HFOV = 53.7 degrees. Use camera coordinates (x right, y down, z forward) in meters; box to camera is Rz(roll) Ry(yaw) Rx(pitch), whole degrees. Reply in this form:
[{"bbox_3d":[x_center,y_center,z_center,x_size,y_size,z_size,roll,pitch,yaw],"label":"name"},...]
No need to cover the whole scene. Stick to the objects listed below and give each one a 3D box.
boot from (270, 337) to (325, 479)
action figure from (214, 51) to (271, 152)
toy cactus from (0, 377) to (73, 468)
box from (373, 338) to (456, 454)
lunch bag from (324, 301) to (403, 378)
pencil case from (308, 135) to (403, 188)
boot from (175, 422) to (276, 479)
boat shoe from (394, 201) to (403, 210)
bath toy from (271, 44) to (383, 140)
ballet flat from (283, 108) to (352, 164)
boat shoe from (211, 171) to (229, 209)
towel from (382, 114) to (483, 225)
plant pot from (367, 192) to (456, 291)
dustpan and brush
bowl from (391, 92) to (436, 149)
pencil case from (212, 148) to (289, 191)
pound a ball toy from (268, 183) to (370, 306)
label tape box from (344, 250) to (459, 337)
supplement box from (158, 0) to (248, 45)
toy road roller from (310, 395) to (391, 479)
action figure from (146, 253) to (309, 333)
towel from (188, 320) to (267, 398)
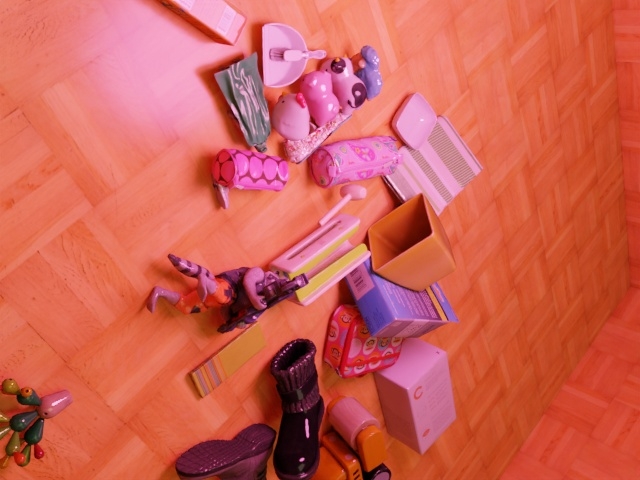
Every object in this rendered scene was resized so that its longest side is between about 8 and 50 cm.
[{"bbox_3d":[-0.072,0.471,1.779,0.348,0.131,0.260,-81,166,-58],"label":"boot"},{"bbox_3d":[-0.173,-0.313,1.508,0.137,0.063,0.232,-37,124,-32],"label":"action figure"},{"bbox_3d":[-0.606,0.369,1.327,0.180,0.112,0.219,-26,114,-47],"label":"toy cactus"},{"bbox_3d":[0.343,0.553,2.264,0.215,0.168,0.345,-35,128,-30],"label":"box"},{"bbox_3d":[0.145,0.326,2.030,0.293,0.120,0.258,-3,112,-44],"label":"lunch bag"},{"bbox_3d":[0.102,-0.223,1.771,0.284,0.124,0.124,-14,115,-40],"label":"pencil case"},{"bbox_3d":[-0.256,0.664,1.755,0.338,0.118,0.223,-4,109,-45],"label":"boot"},{"bbox_3d":[0.303,-0.127,2.032,0.227,0.079,0.081,-57,139,-8],"label":"boat shoe"},{"bbox_3d":[0.014,-0.380,1.604,0.348,0.151,0.129,-37,165,-33],"label":"bath toy"},{"bbox_3d":[-0.008,-0.295,1.668,0.241,0.091,0.077,-46,109,-27],"label":"ballet flat"},{"bbox_3d":[-0.236,-0.125,1.539,0.035,0.035,0.100,-29,117,-30],"label":"boat shoe"},{"bbox_3d":[0.356,-0.226,2.014,0.325,0.038,0.248,-43,102,-23],"label":"towel"},{"bbox_3d":[0.289,0.025,1.898,0.212,0.212,0.187,-34,122,23],"label":"plant pot"},{"bbox_3d":[-0.059,-0.459,1.563,0.211,0.060,0.147,-29,124,-56],"label":"dustpan and brush"},{"bbox_3d":[0.279,-0.363,1.932,0.142,0.053,0.142,41,74,-37],"label":"bowl"},{"bbox_3d":[-0.164,-0.163,1.534,0.209,0.098,0.095,-3,145,-51],"label":"pencil case"},{"bbox_3d":[0.000,0.000,1.747,0.319,0.136,0.208,-37,123,-28],"label":"pound a ball toy"},{"bbox_3d":[0.251,0.173,1.967,0.347,0.249,0.115,11,134,-47],"label":"label tape box"},{"bbox_3d":[-0.268,-0.504,1.333,0.233,0.078,0.080,27,89,-46],"label":"supplement box"},{"bbox_3d":[0.071,0.696,2.038,0.240,0.202,0.329,-25,124,-24],"label":"toy road roller"},{"bbox_3d":[-0.199,0.103,1.532,0.330,0.341,0.178,4,61,-52],"label":"action figure"},{"bbox_3d":[-0.246,0.320,1.709,0.237,0.021,0.102,-37,134,-30],"label":"towel"}]
